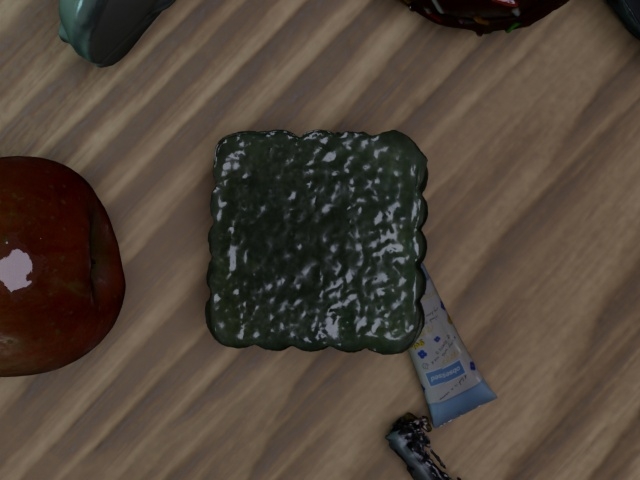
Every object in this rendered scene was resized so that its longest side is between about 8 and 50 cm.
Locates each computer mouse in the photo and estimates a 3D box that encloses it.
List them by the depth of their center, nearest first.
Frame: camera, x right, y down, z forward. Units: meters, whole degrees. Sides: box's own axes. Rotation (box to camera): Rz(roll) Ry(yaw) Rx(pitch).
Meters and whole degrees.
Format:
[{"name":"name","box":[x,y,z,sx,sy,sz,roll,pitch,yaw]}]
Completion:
[{"name":"computer mouse","box":[-0.100,-0.284,1.143,0.095,0.197,0.331,29,92,3]}]

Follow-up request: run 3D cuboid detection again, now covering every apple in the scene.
[{"name":"apple","box":[-0.250,0.023,1.150,0.168,0.181,0.181,-13,96,15]}]

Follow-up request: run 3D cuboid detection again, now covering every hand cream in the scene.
[{"name":"hand cream","box":[0.096,0.081,1.282,0.065,0.043,0.171,-26,101,-2]}]

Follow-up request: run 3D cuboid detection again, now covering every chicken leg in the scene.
[{"name":"chicken leg","box":[0.118,0.278,1.296,0.106,0.051,0.253,-9,92,-5]}]

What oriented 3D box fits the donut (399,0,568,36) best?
[{"name":"donut","box":[0.131,-0.288,1.200,0.235,0.089,0.235,2,98,18]}]

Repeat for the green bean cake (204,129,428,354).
[{"name":"green bean cake","box":[0.000,0.000,1.213,0.183,0.094,0.185,1,90,9]}]

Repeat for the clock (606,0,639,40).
[{"name":"clock","box":[0.388,-0.302,1.266,0.325,0.067,0.325,-4,108,-12]}]
